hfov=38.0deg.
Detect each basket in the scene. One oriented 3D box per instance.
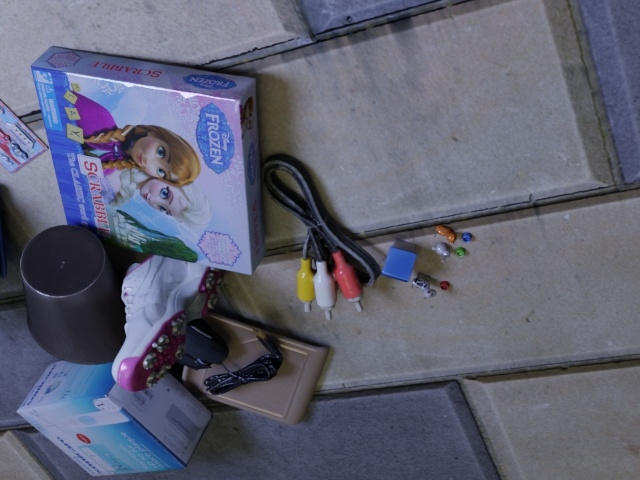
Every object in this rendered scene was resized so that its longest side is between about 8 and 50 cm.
[{"bbox_3d":[-0.399,0.084,1.505,0.205,0.154,0.226,16,150,6],"label":"basket"}]

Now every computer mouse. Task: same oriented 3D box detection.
[{"bbox_3d":[-0.185,0.174,1.568,0.184,0.060,0.262,-19,124,25],"label":"computer mouse"}]

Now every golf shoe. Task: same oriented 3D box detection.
[{"bbox_3d":[-0.259,0.111,1.436,0.140,0.306,0.115,17,128,10],"label":"golf shoe"}]

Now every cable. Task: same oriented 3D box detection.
[{"bbox_3d":[0.000,0.000,1.419,0.140,0.072,0.287,-4,129,24],"label":"cable"}]

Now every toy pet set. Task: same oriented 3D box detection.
[{"bbox_3d":[0.156,0.038,1.414,0.114,0.065,0.122,17,131,1],"label":"toy pet set"}]

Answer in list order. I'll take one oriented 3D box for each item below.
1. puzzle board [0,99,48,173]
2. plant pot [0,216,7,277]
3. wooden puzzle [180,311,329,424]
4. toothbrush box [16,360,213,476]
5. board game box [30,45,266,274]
[{"bbox_3d":[-0.504,-0.169,1.458,0.096,0.011,0.128,-25,119,32],"label":"puzzle board"},{"bbox_3d":[-0.647,0.015,1.520,0.236,0.212,0.235,13,131,4],"label":"plant pot"},{"bbox_3d":[-0.121,0.228,1.672,0.239,0.044,0.220,15,131,-3],"label":"wooden puzzle"},{"bbox_3d":[-0.384,0.321,1.732,0.296,0.126,0.216,-15,125,41],"label":"toothbrush box"},{"bbox_3d":[-0.246,-0.113,1.381,0.318,0.066,0.318,10,132,14],"label":"board game box"}]
